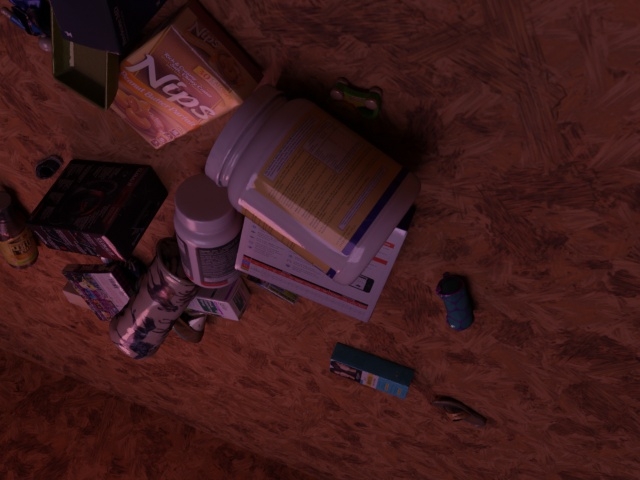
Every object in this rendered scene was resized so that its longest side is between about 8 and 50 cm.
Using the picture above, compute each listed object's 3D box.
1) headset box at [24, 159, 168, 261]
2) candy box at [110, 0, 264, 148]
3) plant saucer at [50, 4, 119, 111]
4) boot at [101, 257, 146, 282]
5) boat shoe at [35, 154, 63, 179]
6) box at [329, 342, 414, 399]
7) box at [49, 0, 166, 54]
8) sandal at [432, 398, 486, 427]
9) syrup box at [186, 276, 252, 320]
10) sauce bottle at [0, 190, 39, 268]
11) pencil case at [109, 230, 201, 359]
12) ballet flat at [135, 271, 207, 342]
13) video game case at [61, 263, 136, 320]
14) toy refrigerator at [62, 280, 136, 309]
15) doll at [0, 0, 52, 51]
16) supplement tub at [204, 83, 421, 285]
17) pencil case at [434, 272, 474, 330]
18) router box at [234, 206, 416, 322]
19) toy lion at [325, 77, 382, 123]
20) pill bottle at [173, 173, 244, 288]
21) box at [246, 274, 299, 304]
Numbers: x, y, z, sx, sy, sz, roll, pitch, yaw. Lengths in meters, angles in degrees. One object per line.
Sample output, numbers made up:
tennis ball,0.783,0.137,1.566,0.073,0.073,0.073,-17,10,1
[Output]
headset box,-0.532,-0.076,1.678,0.293,0.218,0.110,7,145,26
candy box,-0.277,-0.300,1.295,0.316,0.087,0.183,-13,131,47
plant saucer,-0.426,-0.358,1.261,0.188,0.045,0.188,32,126,31
boot,-0.595,0.064,2.088,0.086,0.069,0.190,-1,145,13
boat shoe,-0.726,-0.186,1.816,0.049,0.040,0.142,40,145,-24
box,0.150,0.390,2.050,0.244,0.060,0.100,18,148,10
box,-0.312,-0.411,1.040,0.108,0.207,0.153,18,148,11
sandal,0.421,0.530,2.083,0.180,0.049,0.072,30,148,-9
syrup box,-0.329,0.151,1.993,0.237,0.096,0.093,9,145,25
sauce bottle,-0.964,-0.030,2.143,0.111,0.111,0.344,23,150,3
pencil case,-0.447,0.161,1.892,0.160,0.183,0.410,25,129,-18
ballet flat,-0.432,0.207,2.154,0.124,0.116,0.342,-17,130,20
video game case,-0.658,0.166,2.130,0.210,0.042,0.232,-1,133,28
toy refrigerator,-0.711,0.190,2.306,0.270,0.102,0.094,17,148,11
doll,-0.561,-0.441,1.320,0.129,0.046,0.189,5,150,14
supplement tub,-0.015,-0.103,1.238,0.331,0.241,0.241,36,148,2
pencil case,0.308,0.144,1.574,0.070,0.064,0.151,-8,138,19
router box,0.000,0.000,1.488,0.335,0.082,0.301,23,134,4
toy lion,0.057,-0.238,1.217,0.100,0.034,0.096,17,155,11
pill bottle,-0.260,-0.020,1.628,0.161,0.161,0.283,20,148,8
box,-0.124,0.116,1.778,0.114,0.036,0.207,31,173,-10
